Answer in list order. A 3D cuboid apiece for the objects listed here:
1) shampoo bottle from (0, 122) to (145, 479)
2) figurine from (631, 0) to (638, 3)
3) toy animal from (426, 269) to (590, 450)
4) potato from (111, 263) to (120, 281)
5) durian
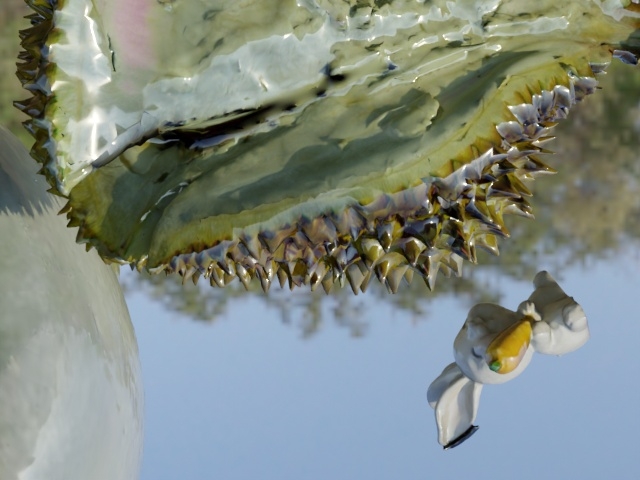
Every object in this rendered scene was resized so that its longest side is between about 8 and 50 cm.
[{"bbox_3d":[-0.235,0.072,0.716,0.322,0.322,0.317,1,173,15],"label":"shampoo bottle"},{"bbox_3d":[0.245,-0.274,1.520,0.103,0.205,0.260,12,-169,-12],"label":"figurine"},{"bbox_3d":[0.179,0.121,1.716,0.182,0.127,0.131,-28,-146,-3],"label":"toy animal"},{"bbox_3d":[-0.226,0.045,1.311,0.157,0.157,0.194,3,-156,28],"label":"potato"},{"bbox_3d":[0.013,-0.077,0.625,0.237,0.193,0.138,3,-170,-6],"label":"durian"}]
